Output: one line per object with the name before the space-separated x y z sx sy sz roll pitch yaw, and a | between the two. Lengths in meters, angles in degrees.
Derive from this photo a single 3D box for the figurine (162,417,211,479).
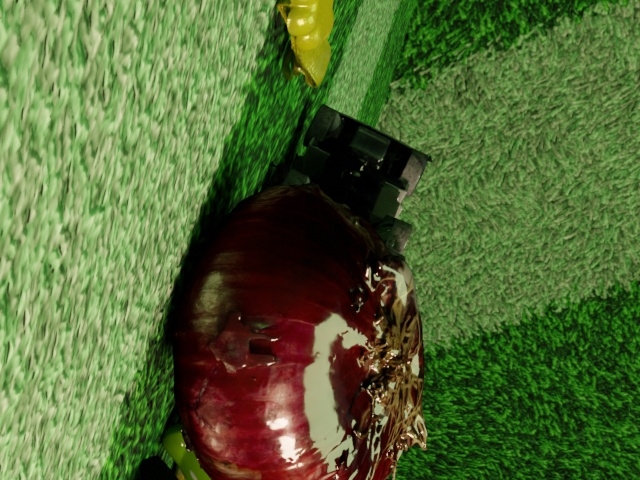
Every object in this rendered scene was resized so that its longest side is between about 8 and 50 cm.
figurine | -0.052 0.220 1.497 0.263 0.162 0.143 32 46 -53

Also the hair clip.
hair clip | -0.013 -0.191 1.247 0.173 0.046 0.072 94 12 -70

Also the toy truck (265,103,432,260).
toy truck | 0.003 -0.007 1.611 0.178 0.177 0.363 -63 -178 37

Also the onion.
onion | -0.031 0.098 1.259 0.314 0.232 0.313 0 90 -69

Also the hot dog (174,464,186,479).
hot dog | -0.101 0.206 1.619 0.123 0.093 0.261 -55 164 -79

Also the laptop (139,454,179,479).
laptop | -0.151 0.322 1.347 0.016 0.135 0.197 -6 125 -40
